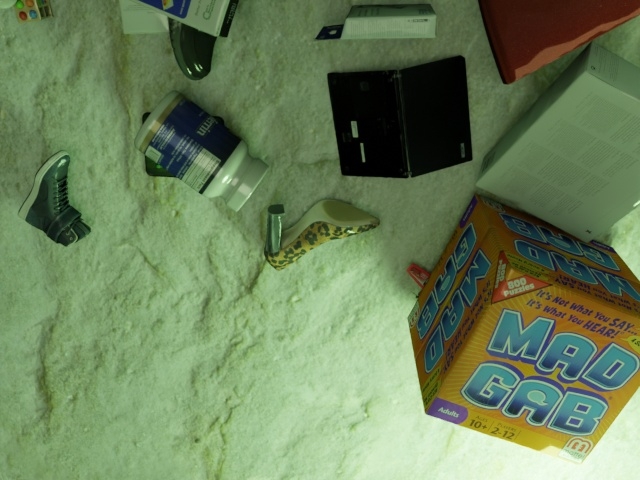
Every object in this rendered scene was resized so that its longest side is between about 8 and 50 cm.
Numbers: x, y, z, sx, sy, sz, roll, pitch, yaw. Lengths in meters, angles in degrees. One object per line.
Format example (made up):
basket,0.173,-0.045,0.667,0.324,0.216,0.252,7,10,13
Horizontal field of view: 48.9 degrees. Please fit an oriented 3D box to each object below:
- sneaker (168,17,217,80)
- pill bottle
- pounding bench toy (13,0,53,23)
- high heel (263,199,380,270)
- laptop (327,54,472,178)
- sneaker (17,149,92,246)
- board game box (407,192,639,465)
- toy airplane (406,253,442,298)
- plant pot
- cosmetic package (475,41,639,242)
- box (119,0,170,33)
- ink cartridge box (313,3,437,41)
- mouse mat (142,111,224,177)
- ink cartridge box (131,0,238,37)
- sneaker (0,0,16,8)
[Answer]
sneaker,-0.219,-0.485,1.405,0.139,0.125,0.341,9,115,3
pill bottle,-0.252,-0.187,1.521,0.264,0.153,0.153,36,113,-11
pounding bench toy,-0.608,-0.503,1.473,0.052,0.065,0.083,-5,113,9
high heel,0.000,0.000,1.637,0.261,0.093,0.186,3,132,-4
laptop,0.172,-0.265,1.523,0.264,0.136,0.234,5,117,32
sneaker,-0.590,-0.089,1.636,0.163,0.086,0.226,39,122,1
board game box,0.432,0.177,1.485,0.356,0.356,0.356,20,115,-9
toy airplane,0.277,0.086,1.658,0.151,0.028,0.151,2,115,4
plant pot,0.412,-0.456,1.290,0.267,0.267,0.236,-26,96,17
cosmetic package,0.528,-0.172,1.383,0.284,0.097,0.377,29,146,-5
box,-0.343,-0.473,1.438,0.102,0.101,0.087,0,114,8
ink cartridge box,0.105,-0.420,1.346,0.224,0.223,0.045,-1,113,5
mouse mat,-0.310,-0.213,1.603,0.189,0.007,0.152,4,114,5
ink cartridge box,-0.318,-0.531,1.320,0.371,0.069,0.176,24,107,7
sneaker,-0.671,-0.574,1.436,0.094,0.080,0.212,-3,98,45
